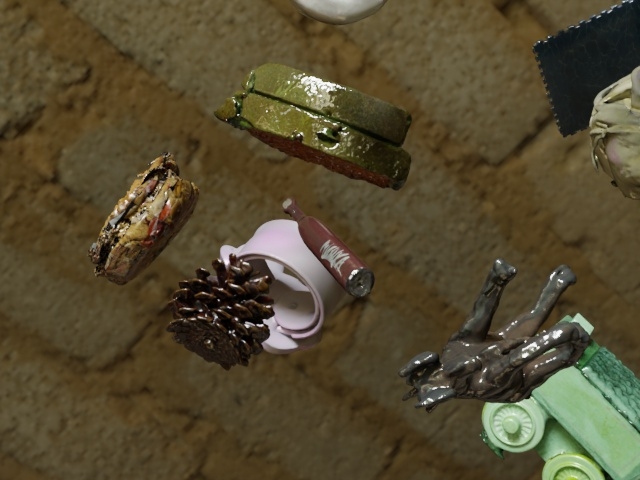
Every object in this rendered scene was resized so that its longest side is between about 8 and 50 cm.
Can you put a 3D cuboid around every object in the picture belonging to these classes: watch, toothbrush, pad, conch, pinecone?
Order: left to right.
[{"bbox_3d":[-0.142,0.099,1.836,0.163,0.163,0.165,42,50,-18],"label":"pinecone"},{"bbox_3d":[-0.076,0.058,2.085,0.248,0.217,0.211,34,46,8],"label":"watch"},{"bbox_3d":[-0.001,-0.001,1.585,0.041,0.041,0.364,41,2,-23],"label":"toothbrush"},{"bbox_3d":[0.006,-0.331,1.422,0.127,0.158,0.255,52,-11,-24],"label":"conch"},{"bbox_3d":[0.533,-0.323,2.205,0.269,0.269,0.012,56,11,-49],"label":"pad"}]

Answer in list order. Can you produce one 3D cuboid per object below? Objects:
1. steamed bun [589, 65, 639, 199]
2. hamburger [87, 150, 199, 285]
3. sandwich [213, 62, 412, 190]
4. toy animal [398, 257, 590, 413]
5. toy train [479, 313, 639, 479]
[{"bbox_3d":[0.563,-0.189,1.861,0.268,0.280,0.207,54,-8,32],"label":"steamed bun"},{"bbox_3d":[-0.283,-0.034,1.958,0.107,0.231,0.231,40,11,-4],"label":"hamburger"},{"bbox_3d":[0.020,-0.163,1.781,0.292,0.109,0.212,20,-3,32],"label":"sandwich"},{"bbox_3d":[0.148,0.092,1.027,0.233,0.148,0.084,7,47,-59],"label":"toy animal"},{"bbox_3d":[0.346,0.240,1.639,0.271,0.188,0.159,46,26,12],"label":"toy train"}]
